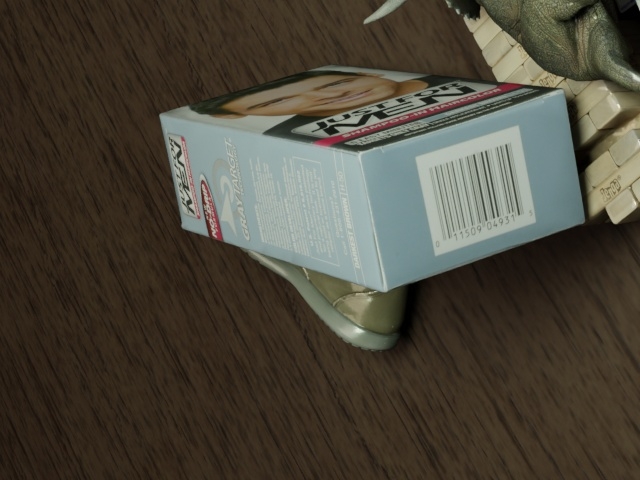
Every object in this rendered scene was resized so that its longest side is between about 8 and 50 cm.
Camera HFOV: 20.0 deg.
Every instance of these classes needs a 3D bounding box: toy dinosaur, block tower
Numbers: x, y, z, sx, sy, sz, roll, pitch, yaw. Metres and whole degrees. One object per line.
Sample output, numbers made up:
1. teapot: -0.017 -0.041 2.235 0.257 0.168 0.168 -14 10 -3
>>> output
1. toy dinosaur: 0.164 -0.189 1.336 0.313 0.121 0.160 33 158 25
2. block tower: 0.191 -0.165 1.448 0.091 0.097 0.335 -44 63 41

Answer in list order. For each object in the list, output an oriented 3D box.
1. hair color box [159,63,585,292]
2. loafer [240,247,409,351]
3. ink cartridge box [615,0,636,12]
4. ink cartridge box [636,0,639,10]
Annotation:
1. hair color box: 0.029 -0.062 1.494 0.374 0.185 0.114 15 120 61
2. loafer: 0.000 0.000 1.697 0.251 0.094 0.087 42 113 29
3. ink cartridge box: 0.264 -0.313 1.378 0.206 0.045 0.208 -37 70 44
4. ink cartridge box: 0.297 -0.257 1.257 0.208 0.087 0.153 -34 73 45
